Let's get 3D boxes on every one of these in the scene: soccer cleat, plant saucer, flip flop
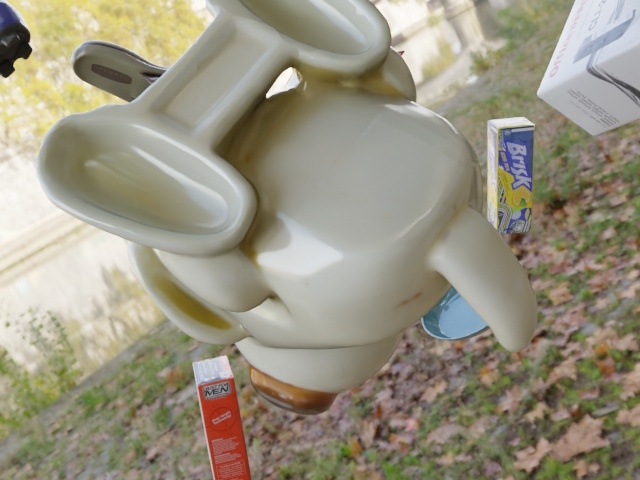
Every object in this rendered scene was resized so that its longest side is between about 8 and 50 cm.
[{"bbox_3d":[-0.555,-0.246,1.107,0.289,0.121,0.093,-40,-10,-3],"label":"soccer cleat"},{"bbox_3d":[0.180,0.081,0.924,0.119,0.021,0.119,-28,30,18],"label":"plant saucer"},{"bbox_3d":[-0.250,-0.222,1.166,0.112,0.277,0.080,122,162,-48],"label":"flip flop"}]

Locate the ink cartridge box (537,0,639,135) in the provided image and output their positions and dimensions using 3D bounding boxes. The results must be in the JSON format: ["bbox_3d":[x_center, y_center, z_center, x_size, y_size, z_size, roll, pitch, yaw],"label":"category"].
[{"bbox_3d":[0.419,-0.268,0.937,0.197,0.114,0.273,-64,14,-18],"label":"ink cartridge box"}]

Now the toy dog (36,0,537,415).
[{"bbox_3d":[0.000,0.000,0.718,0.408,0.395,0.285,91,-156,-63],"label":"toy dog"}]

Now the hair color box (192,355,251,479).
[{"bbox_3d":[-0.112,0.212,0.868,0.043,0.141,0.072,-11,15,-11],"label":"hair color box"}]

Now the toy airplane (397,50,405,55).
[{"bbox_3d":[0.068,-0.232,1.130,0.151,0.028,0.151,-49,8,9],"label":"toy airplane"}]

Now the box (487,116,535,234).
[{"bbox_3d":[0.287,-0.097,1.149,0.059,0.169,0.054,-6,22,-2],"label":"box"}]
